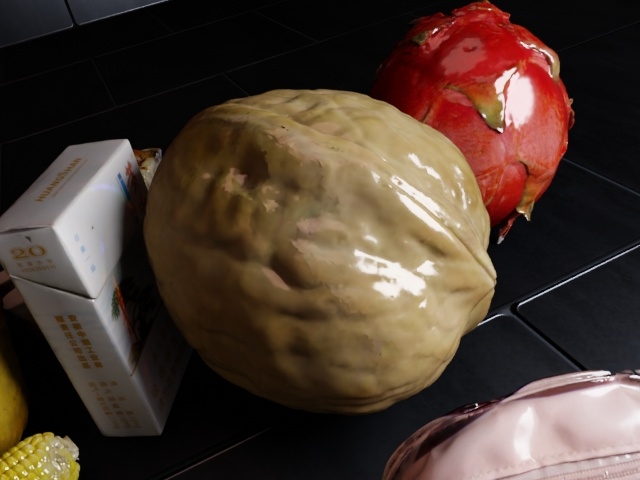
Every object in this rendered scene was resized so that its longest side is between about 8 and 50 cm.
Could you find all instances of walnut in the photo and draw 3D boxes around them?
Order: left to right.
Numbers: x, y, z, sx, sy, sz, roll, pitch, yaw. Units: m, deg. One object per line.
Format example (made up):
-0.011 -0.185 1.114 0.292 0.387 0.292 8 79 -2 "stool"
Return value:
0.001 0.002 0.536 0.312 0.252 0.277 17 32 26 "walnut"

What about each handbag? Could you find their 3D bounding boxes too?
0.133 0.165 0.330 0.204 0.179 0.116 -13 41 0 "handbag"

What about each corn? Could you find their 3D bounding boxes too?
-0.271 0.230 0.453 0.067 0.067 0.206 15 43 34 "corn"

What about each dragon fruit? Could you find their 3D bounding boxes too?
0.161 -0.134 0.683 0.240 0.252 0.241 17 17 -5 "dragon fruit"

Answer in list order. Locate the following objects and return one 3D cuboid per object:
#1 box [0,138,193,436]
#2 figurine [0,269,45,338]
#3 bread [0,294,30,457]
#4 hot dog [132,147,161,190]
-0.186 0.044 0.545 0.067 0.233 0.149 -7 34 8 "box"
-0.265 0.038 0.703 0.195 0.102 0.111 -31 51 -21 "figurine"
-0.453 0.136 0.520 0.397 0.215 0.398 -7 35 5 "bread"
-0.303 -0.071 0.895 0.131 0.069 0.253 -8 33 8 "hot dog"
